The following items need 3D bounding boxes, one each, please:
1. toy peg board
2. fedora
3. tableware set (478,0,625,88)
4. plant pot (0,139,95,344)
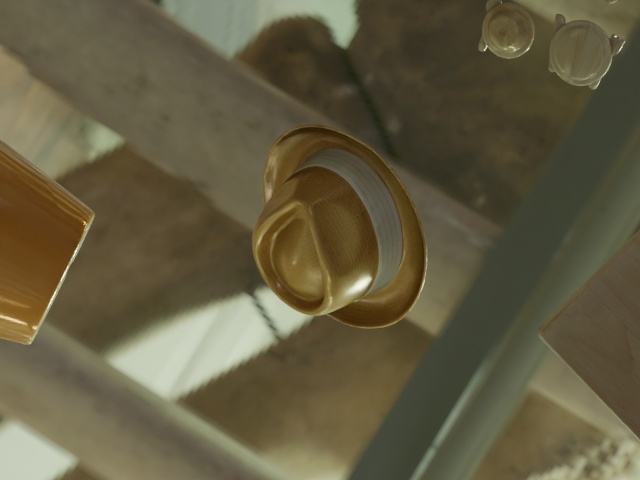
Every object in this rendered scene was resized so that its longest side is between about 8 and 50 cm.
[{"bbox_3d":[0.276,0.070,1.415,0.160,0.161,0.079,-45,-172,-1],"label":"toy peg board"},{"bbox_3d":[0.000,0.000,1.481,0.079,0.194,0.194,-34,157,-40],"label":"fedora"},{"bbox_3d":[0.225,-0.233,1.750,0.020,0.168,0.141,-23,128,-59],"label":"tableware set"},{"bbox_3d":[-0.303,-0.008,1.518,0.205,0.188,0.205,-63,-173,13],"label":"plant pot"}]
